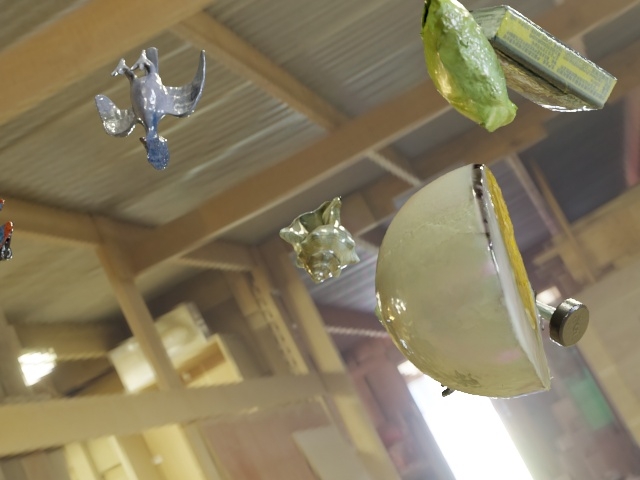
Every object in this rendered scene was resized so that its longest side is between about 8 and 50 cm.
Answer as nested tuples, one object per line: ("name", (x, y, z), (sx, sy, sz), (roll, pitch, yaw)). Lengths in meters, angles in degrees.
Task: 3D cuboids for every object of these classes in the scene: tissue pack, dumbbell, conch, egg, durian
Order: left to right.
("conch", (-0.005, 0.013, 1.964), (0.137, 0.114, 0.234), (-4, 24, -11))
("egg", (0.175, 0.071, 1.399), (0.201, 0.337, 0.337), (-20, -11, 17))
("durian", (0.224, -0.287, 1.667), (0.101, 0.250, 0.139), (-25, -3, -8))
("tissue pack", (0.371, -0.317, 1.900), (0.081, 0.257, 0.185), (-64, 22, -3))
("dumbbell", (0.470, 0.148, 2.274), (0.100, 0.191, 0.100), (-19, -58, -34))

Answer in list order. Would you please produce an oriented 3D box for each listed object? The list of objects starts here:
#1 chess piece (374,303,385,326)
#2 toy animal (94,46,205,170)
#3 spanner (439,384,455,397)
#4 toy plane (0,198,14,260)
("chess piece", (0.262, 0.084, 2.203), (0.298, 0.176, 0.176), (-51, -21, 16))
("toy animal", (-0.313, -0.249, 1.924), (0.239, 0.176, 0.255), (-13, 34, 15))
("spanner", (0.343, 0.235, 2.170), (0.254, 0.015, 0.054), (-36, 21, -4))
("toy plane", (-0.425, 0.045, 1.332), (0.130, 0.189, 0.061), (-21, -23, 28))
